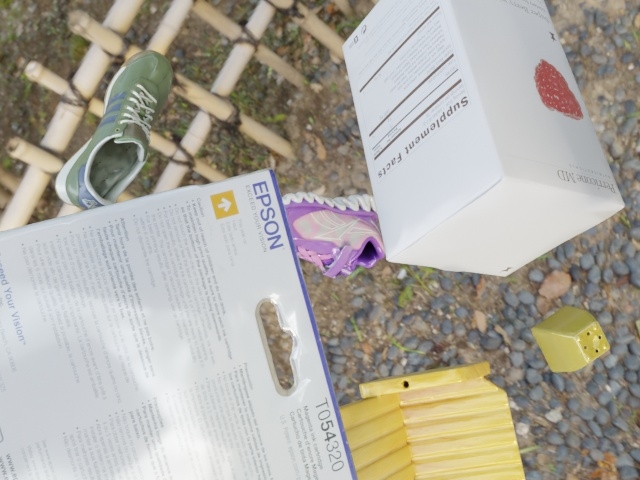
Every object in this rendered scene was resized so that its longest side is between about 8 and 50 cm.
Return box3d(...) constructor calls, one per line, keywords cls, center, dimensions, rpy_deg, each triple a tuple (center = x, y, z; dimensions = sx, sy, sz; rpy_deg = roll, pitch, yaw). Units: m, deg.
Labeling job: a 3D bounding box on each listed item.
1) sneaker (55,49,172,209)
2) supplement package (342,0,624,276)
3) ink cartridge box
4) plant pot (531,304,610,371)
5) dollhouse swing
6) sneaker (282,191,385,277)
box3d(cls="sneaker", center=(-0.200, -0.112, 0.741), dimensions=(0.086, 0.064, 0.192), rpy_deg=(19, 76, 48))
box3d(cls="supplement package", center=(0.162, -0.132, 0.765), dimensions=(0.175, 0.177, 0.293), rpy_deg=(-40, 51, 47))
box3d(cls="ink cartridge box", center=(-0.155, 0.130, 0.611), dimensions=(0.071, 0.330, 0.324), rpy_deg=(-6, 100, 61))
box3d(cls="plant pot", center=(0.397, 0.154, 1.095), dimensions=(0.081, 0.083, 0.081), rpy_deg=(-30, 94, -16))
box3d(cls="dollhouse swing", center=(0.207, 0.425, 1.313), dimensions=(0.315, 0.305, 0.346), rpy_deg=(-13, 80, 14))
box3d(cls="sneaker", center=(0.000, 0.000, 0.928), dimensions=(0.095, 0.236, 0.104), rpy_deg=(-40, 64, 44))
